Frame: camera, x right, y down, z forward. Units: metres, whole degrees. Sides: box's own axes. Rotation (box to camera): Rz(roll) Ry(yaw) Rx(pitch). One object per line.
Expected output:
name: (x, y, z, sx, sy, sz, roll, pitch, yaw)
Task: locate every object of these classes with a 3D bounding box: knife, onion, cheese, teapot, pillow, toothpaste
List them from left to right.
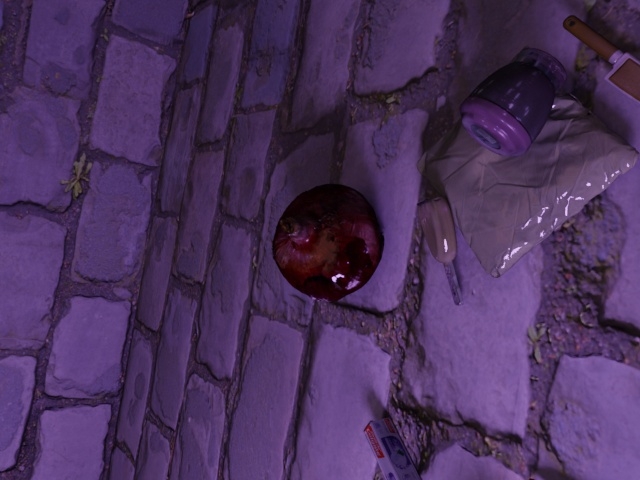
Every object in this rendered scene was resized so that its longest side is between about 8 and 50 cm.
onion: (0.000, 0.000, 1.096, 0.252, 0.219, 0.252, -13, 71, 40)
toothpaste: (0.141, 0.413, 0.963, 0.196, 0.047, 0.040, 62, 143, 39)
cheese: (0.213, 0.019, 0.929, 0.097, 0.038, 0.192, 160, 95, -85)
pillow: (0.298, -0.127, 0.860, 0.274, 0.076, 0.280, -49, 47, 31)
teapot: (0.284, -0.203, 0.793, 0.116, 0.148, 0.146, 39, 91, 4)
knife: (0.427, -0.241, 0.766, 0.046, 0.022, 0.256, -47, 52, 25)

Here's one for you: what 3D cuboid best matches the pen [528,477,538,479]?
pen: (0.368, 0.363, 0.698, 0.218, 0.026, 0.026, 12, 91, 52)
